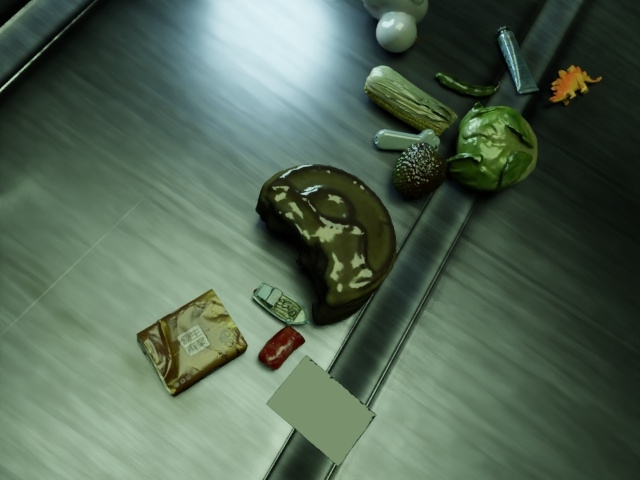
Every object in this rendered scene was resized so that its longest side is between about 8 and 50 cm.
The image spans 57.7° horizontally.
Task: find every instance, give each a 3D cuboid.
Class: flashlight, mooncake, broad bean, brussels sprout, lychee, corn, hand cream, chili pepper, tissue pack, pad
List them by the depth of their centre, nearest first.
[{"bbox_3d":[-0.323,0.259,1.464,0.226,0.092,0.183,-30,79,-22],"label":"tissue pack"},{"bbox_3d":[0.005,0.439,1.512,0.246,0.006,0.170,39,69,4],"label":"pad"},{"bbox_3d":[-0.103,0.282,1.514,0.123,0.070,0.073,-45,101,-24],"label":"chili pepper"},{"bbox_3d":[0.000,0.000,1.548,0.394,0.246,0.393,22,62,-7],"label":"mooncake"},{"bbox_3d":[0.288,-0.201,1.725,0.171,0.171,0.171,4,70,-10],"label":"lychee"},{"bbox_3d":[0.523,-0.276,1.763,0.295,0.227,0.259,1,85,-19],"label":"brussels sprout"},{"bbox_3d":[0.267,-0.307,1.800,0.201,0.093,0.047,5,33,-4],"label":"flashlight"},{"bbox_3d":[0.282,-0.436,1.820,0.305,0.123,0.122,32,66,0],"label":"corn"},{"bbox_3d":[0.493,-0.517,1.938,0.227,0.039,0.069,7,76,-10],"label":"broad bean"},{"bbox_3d":[0.675,-0.623,2.007,0.088,0.055,0.255,-13,76,-24],"label":"hand cream"}]

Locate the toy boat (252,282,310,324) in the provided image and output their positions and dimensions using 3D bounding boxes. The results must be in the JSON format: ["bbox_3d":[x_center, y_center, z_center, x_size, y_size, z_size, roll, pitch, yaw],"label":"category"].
[{"bbox_3d":[-0.104,0.174,1.555,0.173,0.058,0.069,35,68,2],"label":"toy boat"}]

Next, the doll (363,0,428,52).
[{"bbox_3d":[0.235,-0.731,1.887,0.251,0.221,0.220,31,63,-36],"label":"doll"}]

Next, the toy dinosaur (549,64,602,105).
[{"bbox_3d":[0.874,-0.551,2.016,0.288,0.070,0.117,-33,79,-25],"label":"toy dinosaur"}]
